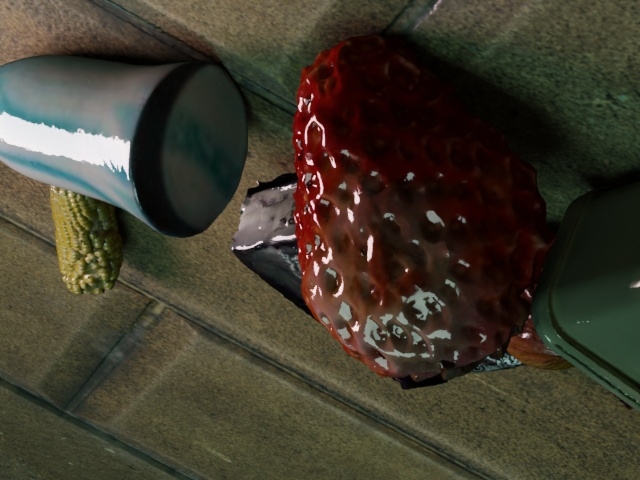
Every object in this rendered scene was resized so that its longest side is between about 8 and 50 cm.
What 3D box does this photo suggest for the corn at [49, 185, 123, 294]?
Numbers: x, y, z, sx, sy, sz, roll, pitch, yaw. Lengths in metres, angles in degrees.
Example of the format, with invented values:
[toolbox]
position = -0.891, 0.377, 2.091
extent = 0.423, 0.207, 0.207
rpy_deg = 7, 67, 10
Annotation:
[corn]
position = -0.295, -0.016, 2.268
extent = 0.086, 0.086, 0.288
rpy_deg = 21, 152, 9

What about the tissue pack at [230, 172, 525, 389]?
[tissue pack]
position = 0.090, 0.035, 1.983
extent = 0.245, 0.123, 0.332
rpy_deg = -13, 139, 40

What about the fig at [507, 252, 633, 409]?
[fig]
position = 0.252, 0.096, 1.839
extent = 0.146, 0.201, 0.134
rpy_deg = -32, 122, 18

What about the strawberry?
[strawberry]
position = 0.062, -0.023, 1.706
extent = 0.265, 0.149, 0.336
rpy_deg = -19, 98, 39

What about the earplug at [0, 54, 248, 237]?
[earplug]
position = -0.259, -0.121, 1.942
extent = 0.324, 0.185, 0.185
rpy_deg = 12, 152, 34

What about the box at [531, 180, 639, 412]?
[box]
position = 0.443, 0.068, 1.673
extent = 0.352, 0.177, 0.344
rpy_deg = 36, 150, -21
